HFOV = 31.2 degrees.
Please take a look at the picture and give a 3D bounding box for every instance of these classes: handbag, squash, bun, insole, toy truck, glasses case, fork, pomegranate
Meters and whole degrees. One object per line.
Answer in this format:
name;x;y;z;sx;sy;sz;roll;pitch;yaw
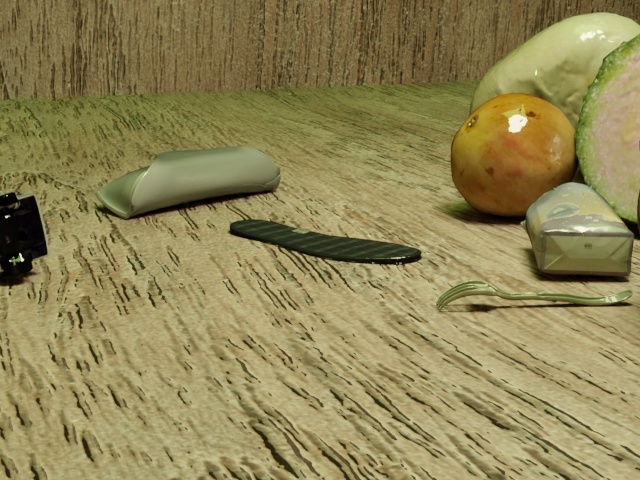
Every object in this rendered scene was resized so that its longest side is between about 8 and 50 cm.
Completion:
handbag;0.318;-0.013;1.434;0.117;0.095;0.173;4;17;1
squash;0.572;-0.136;1.666;0.310;0.310;0.309;11;-4;38
bun;0.425;-0.197;1.864;0.361;0.361;0.213;0;52;2
insole;0.000;0.000;1.551;0.310;0.012;0.110;13;20;41
toy truck;-0.441;0.012;1.335;0.125;0.101;0.242;-5;11;36
glasses case;-0.211;-0.104;1.827;0.128;0.083;0.308;13;19;42
fork;0.238;0.059;1.267;0.220;0.028;0.034;-1;10;-3
pomegranate;0.288;-0.122;1.695;0.191;0.191;0.191;0;14;0

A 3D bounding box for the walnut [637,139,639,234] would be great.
walnut;0.515;-0.071;1.169;0.384;0.383;0.383;0;14;0
